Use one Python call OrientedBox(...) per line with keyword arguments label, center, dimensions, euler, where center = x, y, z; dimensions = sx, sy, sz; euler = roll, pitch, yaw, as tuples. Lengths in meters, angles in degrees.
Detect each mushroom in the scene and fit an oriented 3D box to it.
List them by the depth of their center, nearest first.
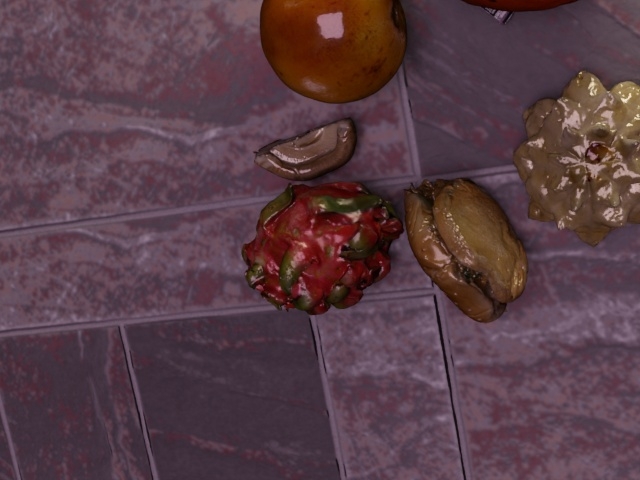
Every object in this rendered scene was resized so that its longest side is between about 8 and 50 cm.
OrientedBox(label="mushroom", center=(-0.017, -0.162, 1.975), dimensions=(0.210, 0.072, 0.094), euler=(-21, 95, 24))

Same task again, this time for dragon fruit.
OrientedBox(label="dragon fruit", center=(0.005, 0.011, 1.931), dimensions=(0.303, 0.231, 0.237), euler=(-24, 84, 11))

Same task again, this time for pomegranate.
OrientedBox(label="pomegranate", center=(0.019, -0.361, 1.830), dimensions=(0.264, 0.264, 0.264), euler=(4, 105, 16))

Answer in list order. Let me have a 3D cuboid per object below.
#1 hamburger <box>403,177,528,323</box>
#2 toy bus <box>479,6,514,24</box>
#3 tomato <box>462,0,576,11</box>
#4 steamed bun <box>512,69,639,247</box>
OrientedBox(label="hamburger", center=(0.244, 0.005, 1.847), dimensions=(0.146, 0.243, 0.286), euler=(-33, 76, 24))
OrientedBox(label="toy bus", center=(0.273, -0.420, 1.831), dimensions=(0.131, 0.052, 0.037), euler=(38, 109, 5))
OrientedBox(label="tomato", center=(0.316, -0.522, 1.683), dimensions=(0.341, 0.273, 0.341), euler=(10, 120, 18))
OrientedBox(label="steamed bun", center=(0.462, -0.124, 1.804), dimensions=(0.295, 0.137, 0.292), euler=(-40, 92, 20))
